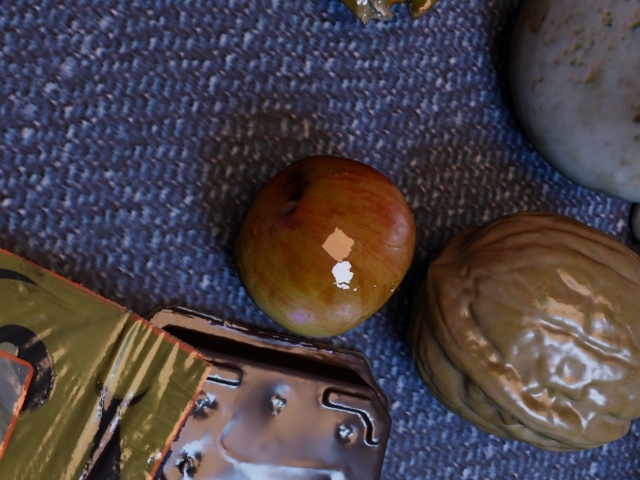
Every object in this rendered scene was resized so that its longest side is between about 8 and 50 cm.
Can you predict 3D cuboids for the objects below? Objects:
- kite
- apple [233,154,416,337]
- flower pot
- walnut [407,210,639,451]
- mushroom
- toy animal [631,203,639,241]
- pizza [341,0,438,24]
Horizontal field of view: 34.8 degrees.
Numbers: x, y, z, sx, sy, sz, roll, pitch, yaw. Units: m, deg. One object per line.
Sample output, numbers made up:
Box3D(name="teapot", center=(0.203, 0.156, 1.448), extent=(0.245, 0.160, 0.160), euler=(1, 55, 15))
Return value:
Box3D(name="kite", center=(-0.262, 0.125, 0.715), extent=(0.377, 0.013, 0.328), euler=(-15, 85, -6))
Box3D(name="apple", center=(0.000, 0.000, 0.794), extent=(0.146, 0.146, 0.147), euler=(1, 89, -22))
Box3D(name="flower pot", center=(-0.051, 0.157, 0.797), extent=(0.250, 0.084, 0.179), euler=(16, 83, -21))
Box3D(name="walnut", center=(0.174, 0.070, 0.829), extent=(0.213, 0.213, 0.213), euler=(1, 89, -22))
Box3D(name="mushroom", center=(0.294, -0.158, 0.895), extent=(0.243, 0.243, 0.244), euler=(1, 89, -22))
Box3D(name="toy animal", center=(0.485, -0.072, 0.962), extent=(0.367, 0.241, 0.196), euler=(-42, 96, -3))
Box3D(name="pizza", center=(0.075, -0.282, 0.871), extent=(0.147, 0.069, 0.226), euler=(39, 71, 6))
